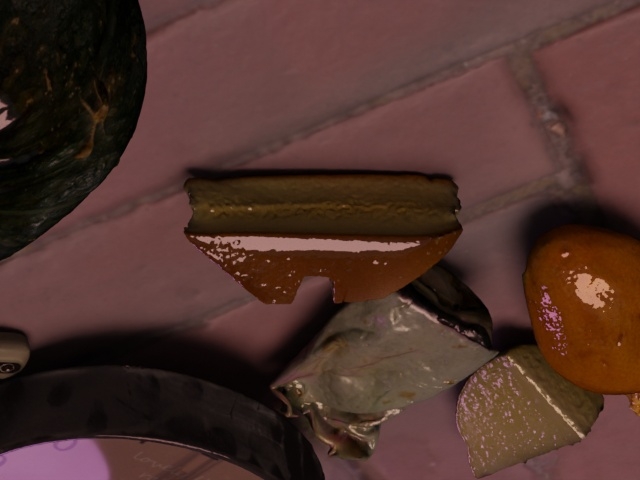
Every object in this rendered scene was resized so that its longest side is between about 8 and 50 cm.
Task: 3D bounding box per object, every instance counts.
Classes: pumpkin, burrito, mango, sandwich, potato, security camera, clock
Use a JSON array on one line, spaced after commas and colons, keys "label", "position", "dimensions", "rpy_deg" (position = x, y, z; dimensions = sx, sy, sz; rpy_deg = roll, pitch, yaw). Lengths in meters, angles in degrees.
[{"label": "pumpkin", "position": [-0.231, -0.148, 1.110], "dimensions": [0.197, 0.263, 0.293], "rpy_deg": [-31, 137, 15]}, {"label": "burrito", "position": [0.050, 0.107, 1.564], "dimensions": [0.144, 0.089, 0.229], "rpy_deg": [35, 127, -16]}, {"label": "mango", "position": [0.258, 0.064, 1.544], "dimensions": [0.147, 0.109, 0.227], "rpy_deg": [-29, 133, 24]}, {"label": "sandwich", "position": [0.000, 0.000, 1.436], "dimensions": [0.244, 0.090, 0.088], "rpy_deg": [1, 133, -12]}, {"label": "potato", "position": [0.187, 0.152, 1.669], "dimensions": [0.149, 0.081, 0.120], "rpy_deg": [-29, 105, 41]}, {"label": "security camera", "position": [-0.306, 0.104, 1.515], "dimensions": [0.092, 0.058, 0.058], "rpy_deg": [2, 136, -26]}, {"label": "clock", "position": [-0.186, 0.259, 1.634], "dimensions": [0.386, 0.076, 0.386], "rpy_deg": [1, 141, 1]}]

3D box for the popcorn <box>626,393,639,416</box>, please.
[{"label": "popcorn", "position": [0.342, 0.142, 1.683], "dimensions": [0.083, 0.057, 0.082], "rpy_deg": [8, 127, -15]}]
